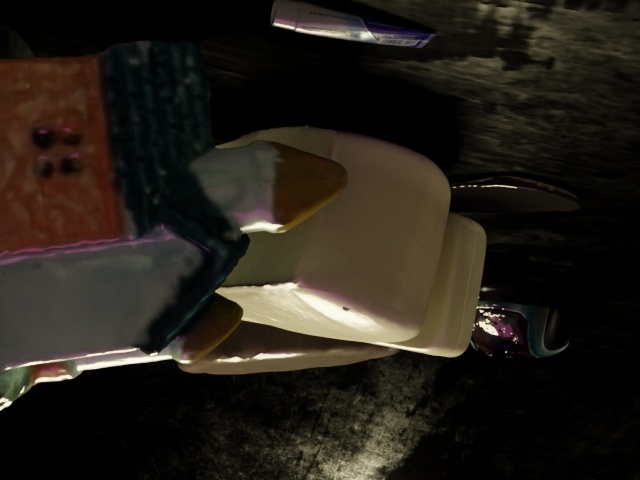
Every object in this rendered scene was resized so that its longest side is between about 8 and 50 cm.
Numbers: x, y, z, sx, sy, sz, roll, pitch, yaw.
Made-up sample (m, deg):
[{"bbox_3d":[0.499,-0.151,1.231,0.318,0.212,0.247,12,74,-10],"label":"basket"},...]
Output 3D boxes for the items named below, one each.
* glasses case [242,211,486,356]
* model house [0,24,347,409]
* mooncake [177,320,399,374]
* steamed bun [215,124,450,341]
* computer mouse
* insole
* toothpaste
[{"bbox_3d":[0.000,0.026,0.973,0.313,0.131,0.070,8,174,31],"label":"glasses case"},{"bbox_3d":[-0.125,-0.020,0.652,0.291,0.253,0.184,-4,-176,6],"label":"model house"},{"bbox_3d":[-0.042,0.095,1.334,0.306,0.154,0.306,-1,169,0],"label":"mooncake"},{"bbox_3d":[0.000,0.000,0.798,0.164,0.146,0.241,21,167,-31],"label":"steamed bun"},{"bbox_3d":[0.272,0.119,1.398,0.137,0.096,0.233,7,169,32],"label":"computer mouse"},{"bbox_3d":[0.082,-0.040,0.901,0.119,0.009,0.348,16,171,-36],"label":"insole"},{"bbox_3d":[0.016,-0.109,0.510,0.083,0.015,0.024,8,172,-12],"label":"toothpaste"}]
